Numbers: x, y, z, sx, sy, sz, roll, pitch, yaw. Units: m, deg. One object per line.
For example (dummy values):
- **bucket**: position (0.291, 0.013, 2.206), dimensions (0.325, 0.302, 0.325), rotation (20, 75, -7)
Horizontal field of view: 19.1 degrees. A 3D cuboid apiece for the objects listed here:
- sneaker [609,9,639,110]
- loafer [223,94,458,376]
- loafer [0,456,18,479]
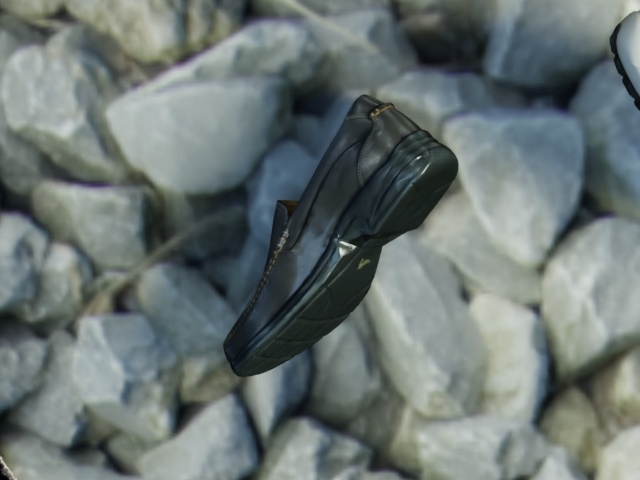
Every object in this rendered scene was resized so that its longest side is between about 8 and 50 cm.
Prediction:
- **sneaker**: position (0.268, -0.032, 0.906), dimensions (0.292, 0.110, 0.118), rotation (35, 102, -7)
- **loafer**: position (0.000, 0.000, 1.000), dimensions (0.061, 0.062, 0.170), rotation (47, 108, 21)
- **loafer**: position (-0.142, 0.230, 1.050), dimensions (0.366, 0.134, 0.130), rotation (44, 110, -2)
